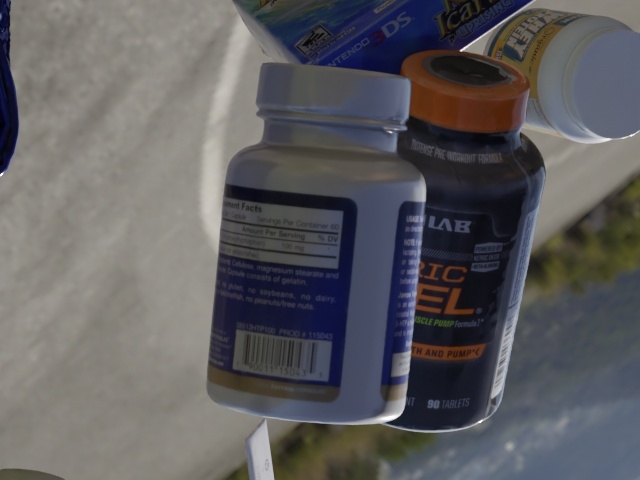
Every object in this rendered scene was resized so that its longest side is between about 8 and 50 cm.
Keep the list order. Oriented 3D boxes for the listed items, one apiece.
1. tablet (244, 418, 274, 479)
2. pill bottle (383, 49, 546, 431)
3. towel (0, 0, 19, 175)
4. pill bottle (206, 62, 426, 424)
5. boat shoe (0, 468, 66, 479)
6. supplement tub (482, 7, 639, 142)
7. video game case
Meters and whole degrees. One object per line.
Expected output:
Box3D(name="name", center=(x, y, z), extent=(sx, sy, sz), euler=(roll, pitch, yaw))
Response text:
Box3D(name="tablet", center=(-0.056, 0.217, 1.650), extent=(0.006, 0.083, 0.054), euler=(0, -163, 19))
Box3D(name="pill bottle", center=(0.080, -0.003, 1.192), extent=(0.130, 0.130, 0.246), euler=(-28, 132, -52))
Box3D(name="towel", center=(-0.236, -0.152, 0.984), extent=(0.076, 0.228, 0.308), euler=(1, -175, -22))
Box3D(name="pill bottle", center=(0.000, 0.000, 0.952), extent=(0.112, 0.112, 0.187), euler=(-4, 100, -74))
Box3D(name="boat shoe", center=(-0.135, 0.202, 0.870), extent=(0.070, 0.077, 0.219), euler=(-77, 169, -45))
Box3D(name="supplement tub", center=(0.288, -0.189, 1.996), extent=(0.144, 0.144, 0.199), euler=(-38, -157, -13))
Box3D(name="video game case", center=(0.081, -0.208, 1.288), extent=(0.269, 0.061, 0.244), euler=(-34, -157, -2))
